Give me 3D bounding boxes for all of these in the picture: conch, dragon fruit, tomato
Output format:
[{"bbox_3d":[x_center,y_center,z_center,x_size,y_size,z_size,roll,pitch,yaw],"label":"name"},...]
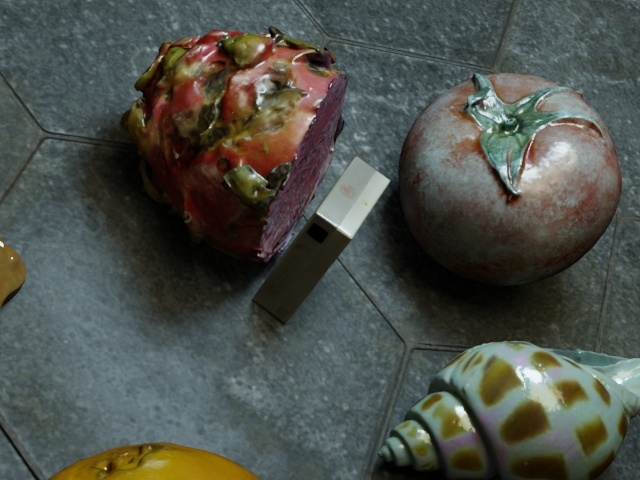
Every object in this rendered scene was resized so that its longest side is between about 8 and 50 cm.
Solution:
[{"bbox_3d":[0.257,0.223,1.755,0.368,0.197,0.249,12,13,-19],"label":"conch"},{"bbox_3d":[-0.132,-0.135,1.767,0.263,0.314,0.296,23,68,7],"label":"dragon fruit"},{"bbox_3d":[0.266,-0.089,1.927,0.317,0.282,0.316,-5,47,5],"label":"tomato"}]

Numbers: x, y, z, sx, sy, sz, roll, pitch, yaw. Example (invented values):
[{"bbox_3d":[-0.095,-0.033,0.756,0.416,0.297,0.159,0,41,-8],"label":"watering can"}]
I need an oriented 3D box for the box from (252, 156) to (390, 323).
[{"bbox_3d":[0.000,0.000,1.761,0.058,0.201,0.141,36,43,-2],"label":"box"}]

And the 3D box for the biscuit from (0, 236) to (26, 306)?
[{"bbox_3d":[-0.527,0.020,1.507,0.385,0.062,0.365,33,43,-5],"label":"biscuit"}]

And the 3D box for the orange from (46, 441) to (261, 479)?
[{"bbox_3d":[-0.161,0.344,1.311,0.312,0.312,0.312,17,48,-20],"label":"orange"}]
